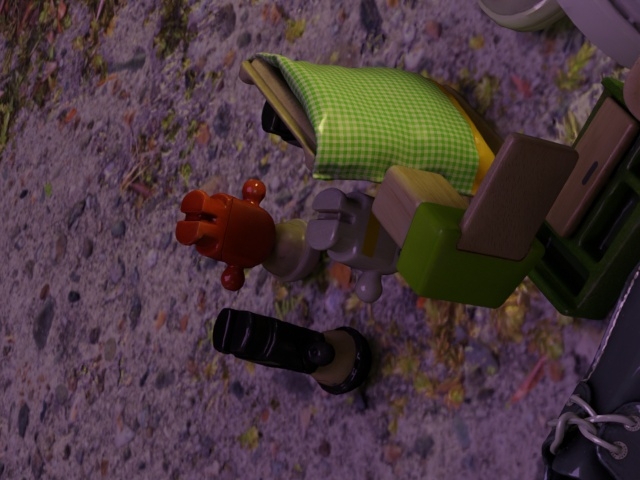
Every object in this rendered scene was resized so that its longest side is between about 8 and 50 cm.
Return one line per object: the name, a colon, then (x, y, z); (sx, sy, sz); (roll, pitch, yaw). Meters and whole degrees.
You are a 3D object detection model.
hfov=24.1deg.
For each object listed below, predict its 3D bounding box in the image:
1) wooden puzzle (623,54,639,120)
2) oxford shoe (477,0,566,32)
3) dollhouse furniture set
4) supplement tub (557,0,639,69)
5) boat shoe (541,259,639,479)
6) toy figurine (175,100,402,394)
wooden puzzle: (0.277, -0.081, 0.693); (0.239, 0.044, 0.221); (49, 126, 32)
oxford shoe: (0.201, -0.376, 1.107); (0.169, 0.130, 0.449); (40, 113, 49)
dollhouse furniture set: (0.101, -0.096, 1.101); (0.151, 0.197, 0.301); (-62, 40, 23)
supplement tub: (0.297, -0.242, 0.844); (0.331, 0.241, 0.241); (-23, 63, 48)
boat shoe: (0.199, 0.149, 0.984); (0.116, 0.099, 0.320); (15, 92, 55)
toy figurine: (0.000, 0.000, 1.266); (0.209, 0.148, 0.213); (-50, 42, 25)
